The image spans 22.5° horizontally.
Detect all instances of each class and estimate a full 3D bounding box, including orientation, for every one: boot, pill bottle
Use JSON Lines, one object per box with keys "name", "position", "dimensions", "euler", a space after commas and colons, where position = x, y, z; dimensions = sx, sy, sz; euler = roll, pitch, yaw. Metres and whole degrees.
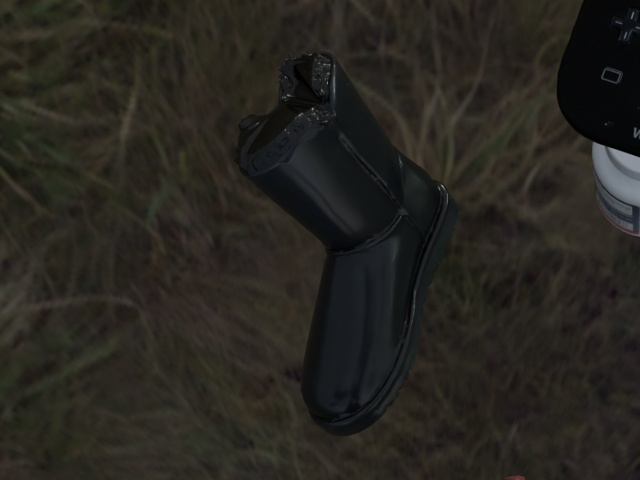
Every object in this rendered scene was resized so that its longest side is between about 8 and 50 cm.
{"name": "boot", "position": [0.000, 0.000, 1.255], "dimensions": [0.094, 0.207, 0.246], "euler": [-3, 54, 44]}
{"name": "pill bottle", "position": [0.307, -0.075, 1.493], "dimensions": [0.108, 0.180, 0.108], "euler": [-3, 75, 10]}

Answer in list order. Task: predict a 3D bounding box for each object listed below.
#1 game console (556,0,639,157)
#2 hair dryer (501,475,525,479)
{"name": "game console", "position": [0.278, -0.032, 0.719], "dimensions": [0.361, 0.044, 0.213], "euler": [20, 81, 21]}
{"name": "hair dryer", "position": [0.284, 0.311, 1.574], "dimensions": [0.293, 0.080, 0.223], "euler": [20, 77, 38]}
